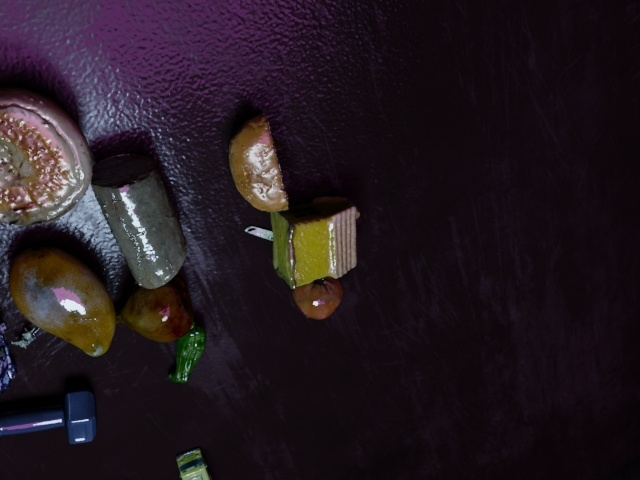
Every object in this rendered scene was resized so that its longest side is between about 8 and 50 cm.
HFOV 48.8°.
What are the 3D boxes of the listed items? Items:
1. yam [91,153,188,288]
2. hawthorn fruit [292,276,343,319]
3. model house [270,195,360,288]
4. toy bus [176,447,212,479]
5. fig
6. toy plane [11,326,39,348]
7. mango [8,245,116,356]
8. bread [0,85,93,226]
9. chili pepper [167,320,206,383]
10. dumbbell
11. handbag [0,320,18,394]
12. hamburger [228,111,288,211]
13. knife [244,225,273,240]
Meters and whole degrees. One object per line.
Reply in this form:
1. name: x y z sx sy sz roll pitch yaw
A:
1. yam: -0.421 -0.049 1.665 0.168 0.168 0.304 -22 125 -9
2. hawthorn fruit: 0.001 0.152 1.983 0.149 0.149 0.189 -36 149 1
3. model house: 0.000 0.000 1.852 0.234 0.175 0.194 -10 113 -16
4. toy bus: -0.382 0.741 2.189 0.088 0.101 0.175 -18 123 -12
5. fig: -0.462 0.160 1.801 0.290 0.191 0.191 8 122 16
6. toy plane: -0.743 0.249 1.779 0.080 0.033 0.083 -37 170 -50
7. mango: -0.608 0.149 1.689 0.192 0.146 0.316 -31 108 11
8. bread: -0.638 -0.179 1.495 0.305 0.159 0.306 -7 119 -13
9. chili pepper: -0.369 0.306 1.950 0.100 0.074 0.257 -10 130 -37
10. dumbbell: -0.756 0.473 1.850 0.324 0.160 0.144 -5 90 -20
11. handbag: -0.841 0.305 1.699 0.228 0.126 0.208 -41 143 -52
12. hamburger: -0.154 -0.183 1.721 0.130 0.124 0.262 -17 123 -12
13. knife: -0.111 -0.007 1.912 0.207 0.014 0.030 16 111 -28
